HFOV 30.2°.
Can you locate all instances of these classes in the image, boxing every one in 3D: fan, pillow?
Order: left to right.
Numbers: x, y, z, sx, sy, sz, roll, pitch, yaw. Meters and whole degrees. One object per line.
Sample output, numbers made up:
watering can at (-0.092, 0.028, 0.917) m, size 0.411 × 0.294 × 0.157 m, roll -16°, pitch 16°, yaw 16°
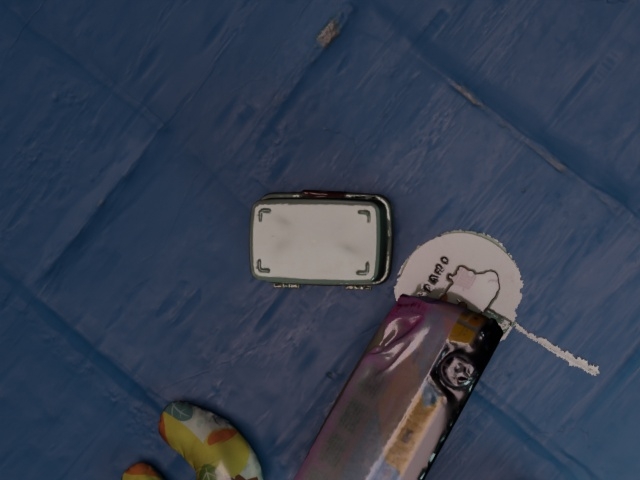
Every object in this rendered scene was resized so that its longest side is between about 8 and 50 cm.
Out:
pillow at (-0.196, 0.378, 1.802) m, size 0.214 × 0.086 × 0.233 m, roll 37°, pitch 100°, yaw 18°
fan at (0.265, 0.113, 1.746) m, size 0.329 × 0.009 × 0.191 m, roll 32°, pitch 96°, yaw 8°

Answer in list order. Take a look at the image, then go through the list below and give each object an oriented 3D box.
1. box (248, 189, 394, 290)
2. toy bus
box at (0.000, 0.000, 1.728) m, size 0.210 × 0.129 × 0.148 m, roll 1°, pitch 93°, yaw 9°
toy bus at (0.102, 0.252, 1.680) m, size 0.162 × 0.171 × 0.386 m, roll 29°, pitch 89°, yaw 12°
